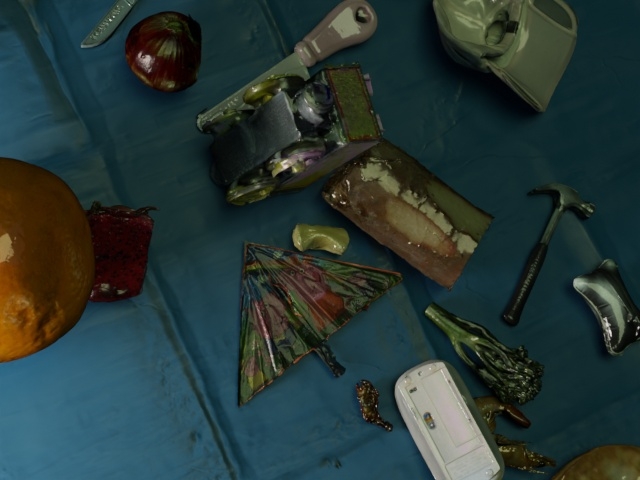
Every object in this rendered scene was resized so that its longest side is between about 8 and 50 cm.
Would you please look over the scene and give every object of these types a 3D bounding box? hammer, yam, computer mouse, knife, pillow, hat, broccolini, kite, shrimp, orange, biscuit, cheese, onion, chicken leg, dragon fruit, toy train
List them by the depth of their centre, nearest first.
[{"bbox_3d":[-0.406,0.023,1.497,0.261,0.261,0.261,5,73,-17],"label":"orange"},{"bbox_3d":[-0.274,0.000,1.638,0.102,0.096,0.147,5,116,-13],"label":"dragon fruit"},{"bbox_3d":[-0.043,-0.140,1.678,0.177,0.261,0.134,-9,78,-38],"label":"toy train"},{"bbox_3d":[0.180,0.264,1.722,0.102,0.045,0.199,-28,76,-1],"label":"computer mouse"},{"bbox_3d":[0.071,0.234,1.722,0.036,0.021,0.083,-20,82,-32],"label":"chicken leg"},{"bbox_3d":[-0.221,-0.264,1.729,0.118,0.119,0.117,0,41,-19],"label":"onion"},{"bbox_3d":[-0.032,0.091,1.736,0.321,0.016,0.234,-36,86,-25],"label":"kite"},{"bbox_3d":[0.000,0.000,1.761,0.083,0.030,0.044,5,52,-21],"label":"cheese"},{"bbox_3d":[0.398,0.421,1.766,0.204,0.040,0.309,34,66,-7],"label":"biscuit"},{"bbox_3d":[0.129,-0.045,1.772,0.238,0.129,0.128,37,102,-5],"label":"yam"},{"bbox_3d":[0.270,0.280,1.773,0.162,0.045,0.095,22,48,-6],"label":"shrimp"},{"bbox_3d":[0.237,0.160,1.776,0.202,0.068,0.091,37,74,-5],"label":"broccolini"},{"bbox_3d":[-0.277,-0.350,1.782,0.028,0.015,0.210,38,67,-12],"label":"knife"},{"bbox_3d":[-0.043,-0.246,1.828,0.336,0.043,0.081,-41,99,-18],"label":"knife"},{"bbox_3d":[0.328,0.019,1.871,0.103,0.029,0.246,33,68,-7],"label":"hammer"},{"bbox_3d":[0.444,0.102,1.871,0.091,0.055,0.136,-30,82,-4],"label":"pillow"},{"bbox_3d":[0.288,-0.317,1.933,0.219,0.164,0.226,-60,137,-23],"label":"hat"}]
